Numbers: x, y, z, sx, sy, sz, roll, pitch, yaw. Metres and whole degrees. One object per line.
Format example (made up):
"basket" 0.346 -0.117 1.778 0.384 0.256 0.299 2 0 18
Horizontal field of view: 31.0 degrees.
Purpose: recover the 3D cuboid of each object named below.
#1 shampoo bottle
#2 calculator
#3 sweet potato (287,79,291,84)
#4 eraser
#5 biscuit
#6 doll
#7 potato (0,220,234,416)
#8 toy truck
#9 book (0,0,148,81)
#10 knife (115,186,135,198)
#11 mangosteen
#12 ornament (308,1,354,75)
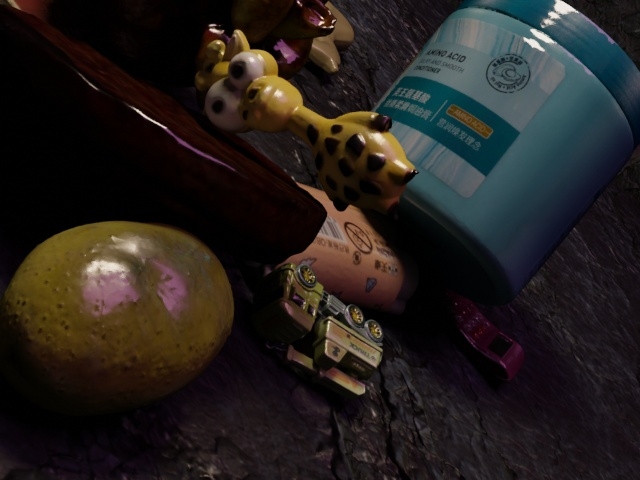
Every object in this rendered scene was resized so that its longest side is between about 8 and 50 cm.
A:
"shampoo bottle" 0.239 -0.130 1.638 0.331 0.342 0.331 38 -10 8
"calculator" 0.227 0.131 1.731 0.190 0.034 0.126 45 23 9
"sweet potato" -0.073 -0.252 1.796 0.065 0.051 0.218 41 24 -8
"eraser" 0.000 0.000 1.479 0.290 0.087 0.171 16 40 -50
"biscuit" -0.180 -0.104 1.191 0.407 0.091 0.407 32 7 -4
"doll" -0.021 -0.125 1.231 0.291 0.117 0.086 35 19 20
"potato" -0.176 0.065 0.999 0.169 0.143 0.248 56 33 10
"toy truck" -0.003 0.110 1.309 0.169 0.077 0.100 40 37 -24
"book" -0.365 -0.350 1.480 0.374 0.028 0.262 52 22 13
"knife" -0.202 -0.073 1.326 0.031 0.018 0.121 47 21 -3
"mangosteen" -0.127 -0.315 1.392 0.347 0.307 0.307 40 20 19
"ornament" -0.013 -0.391 2.113 0.245 0.061 0.230 50 24 15
